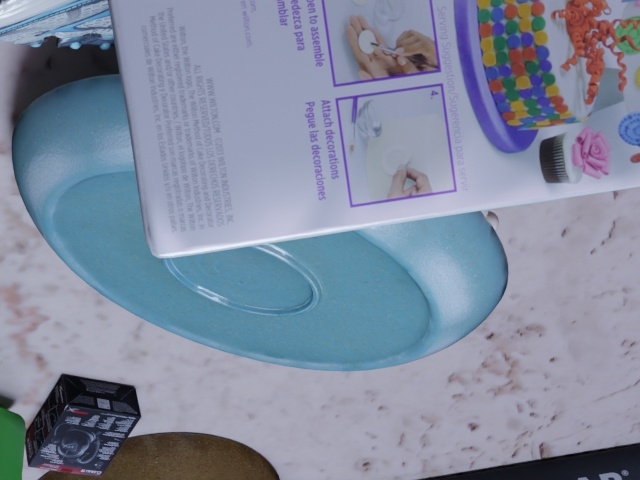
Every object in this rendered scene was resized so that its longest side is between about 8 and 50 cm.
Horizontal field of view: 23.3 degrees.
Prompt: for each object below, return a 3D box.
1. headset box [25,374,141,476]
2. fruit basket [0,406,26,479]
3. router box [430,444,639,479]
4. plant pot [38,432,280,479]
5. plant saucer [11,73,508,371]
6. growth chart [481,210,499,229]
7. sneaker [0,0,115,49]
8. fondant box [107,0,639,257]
[{"bbox_3d":[-0.182,0.144,1.178,0.062,0.032,0.083,13,129,-30],"label":"headset box"},{"bbox_3d":[-0.303,0.305,1.054,0.283,0.392,0.392,-32,136,13],"label":"fruit basket"},{"bbox_3d":[0.187,0.309,1.444,0.309,0.081,0.243,-8,136,-12],"label":"router box"},{"bbox_3d":[-0.116,0.326,1.228,0.237,0.254,0.237,-10,138,-10],"label":"plant pot"},{"bbox_3d":[-0.044,0.006,0.955,0.317,0.044,0.317,13,153,7],"label":"plant saucer"},{"bbox_3d":[0.000,0.000,1.070,0.172,0.021,0.237,26,137,-36],"label":"growth chart"},{"bbox_3d":[-0.123,-0.140,0.853,0.283,0.110,0.122,-19,141,0],"label":"sneaker"},{"bbox_3d":[0.060,-0.135,0.757,0.330,0.096,0.238,-8,95,-6],"label":"fondant box"}]
